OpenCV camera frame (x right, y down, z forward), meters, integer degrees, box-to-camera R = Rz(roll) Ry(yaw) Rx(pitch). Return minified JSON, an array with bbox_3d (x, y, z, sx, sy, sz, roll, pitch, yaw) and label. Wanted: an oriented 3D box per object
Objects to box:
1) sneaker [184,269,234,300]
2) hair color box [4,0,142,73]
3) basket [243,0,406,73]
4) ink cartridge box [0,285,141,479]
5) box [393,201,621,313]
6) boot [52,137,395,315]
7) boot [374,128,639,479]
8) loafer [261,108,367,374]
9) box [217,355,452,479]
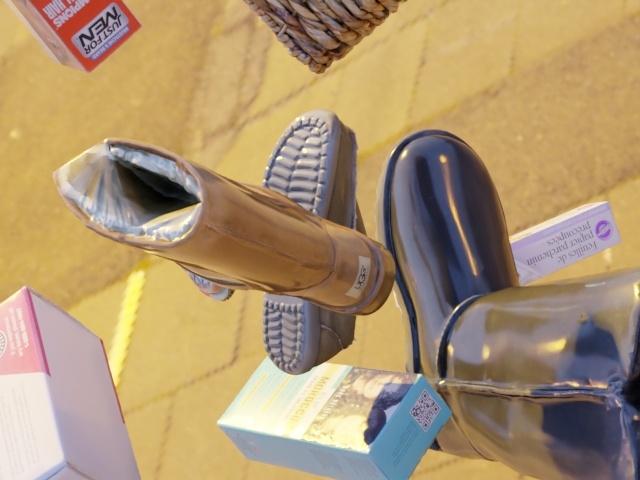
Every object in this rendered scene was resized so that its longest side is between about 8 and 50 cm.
[{"bbox_3d":[-0.176,-0.006,1.677,0.262,0.125,0.104,37,111,57],"label":"sneaker"},{"bbox_3d":[-0.199,-0.193,0.926,0.053,0.167,0.093,-44,25,-11],"label":"hair color box"},{"bbox_3d":[-0.002,-0.338,1.199,0.223,0.299,0.213,-39,11,34],"label":"basket"},{"bbox_3d":[-0.313,0.207,1.218,0.283,0.117,0.207,-34,48,12],"label":"ink cartridge box"},{"bbox_3d":[0.254,0.033,1.898,0.324,0.063,0.067,-22,6,-17],"label":"box"},{"bbox_3d":[-0.095,-0.021,1.024,0.236,0.269,0.089,12,85,34],"label":"boot"},{"bbox_3d":[0.205,0.053,1.333,0.445,0.146,0.367,173,87,-73],"label":"boot"},{"bbox_3d":[0.000,0.000,1.322,0.094,0.087,0.251,20,108,47],"label":"loafer"},{"bbox_3d":[0.008,0.179,1.398,0.244,0.060,0.100,0,45,50],"label":"box"}]
